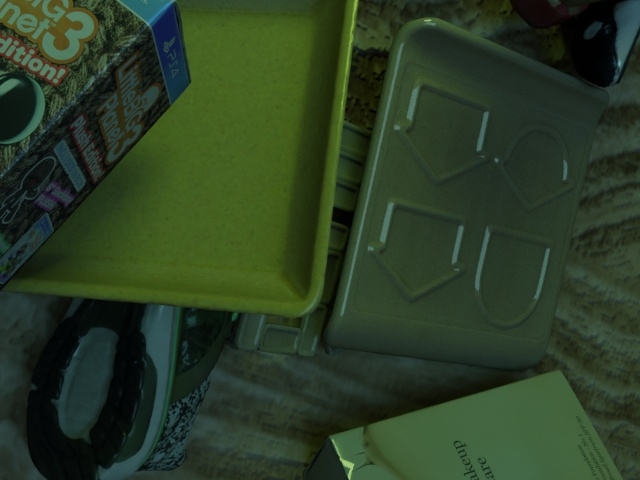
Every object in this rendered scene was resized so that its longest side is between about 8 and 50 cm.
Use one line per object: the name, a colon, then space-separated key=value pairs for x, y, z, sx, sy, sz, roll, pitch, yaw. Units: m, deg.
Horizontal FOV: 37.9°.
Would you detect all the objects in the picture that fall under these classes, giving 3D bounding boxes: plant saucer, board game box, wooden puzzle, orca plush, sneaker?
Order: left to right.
board game box: x=-0.277 y=-0.108 z=0.670 sx=0.232 sy=0.141 sz=0.291 roll=38 pitch=77 yaw=6
plant saucer: x=-0.139 y=-0.100 z=0.797 sx=0.332 sy=0.081 sz=0.333 roll=5 pitch=74 yaw=9
sneaker: x=-0.136 y=0.045 z=0.911 sx=0.182 sy=0.158 sz=0.410 roll=37 pitch=72 yaw=-58
wooden puzzle: x=0.159 y=-0.036 z=1.038 sx=0.322 sy=0.080 sz=0.348 roll=12 pitch=95 yaw=-36
orca plush: x=0.340 y=-0.293 z=1.102 sx=0.102 sy=0.151 sz=0.287 roll=22 pitch=68 yaw=15

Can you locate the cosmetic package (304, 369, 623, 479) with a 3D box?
cosmetic package: x=0.158 y=0.266 z=1.029 sx=0.309 sy=0.113 sz=0.160 roll=-11 pitch=59 yaw=-26

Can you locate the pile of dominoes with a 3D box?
pile of dominoes: x=0.000 y=0.000 z=0.994 sx=0.196 sy=0.040 sz=0.251 roll=17 pitch=88 yaw=-48

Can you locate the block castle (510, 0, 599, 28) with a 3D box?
block castle: x=0.304 y=-0.482 z=1.003 sx=0.303 sy=0.213 sz=0.453 roll=42 pitch=77 yaw=-22
